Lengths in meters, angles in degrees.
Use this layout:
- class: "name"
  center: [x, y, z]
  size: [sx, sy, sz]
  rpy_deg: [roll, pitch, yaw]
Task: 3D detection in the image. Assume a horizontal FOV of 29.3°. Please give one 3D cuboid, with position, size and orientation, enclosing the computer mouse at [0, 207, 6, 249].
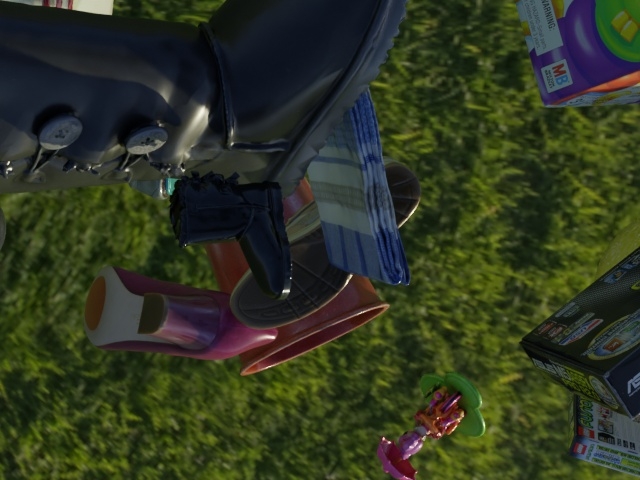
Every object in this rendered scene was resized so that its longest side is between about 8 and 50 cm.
- class: "computer mouse"
  center: [-0.398, 0.066, 1.321]
  size: [0.041, 0.071, 0.242]
  rpy_deg: [24, 104, -30]

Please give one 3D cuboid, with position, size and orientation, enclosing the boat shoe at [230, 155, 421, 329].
- class: "boat shoe"
  center: [0.000, 0.000, 1.642]
  size: [0.302, 0.098, 0.109]
  rpy_deg: [-42, 115, 1]

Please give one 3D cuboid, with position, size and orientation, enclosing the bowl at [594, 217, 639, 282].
- class: "bowl"
  center: [0.497, 0.089, 1.794]
  size: [0.156, 0.289, 0.290]
  rpy_deg: [-1, 102, -38]

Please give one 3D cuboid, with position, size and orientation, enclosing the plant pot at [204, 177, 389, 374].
- class: "plant pot"
  center: [-0.062, 0.048, 2.037]
  size: [0.272, 0.272, 0.265]
  rpy_deg: [-20, 80, -27]

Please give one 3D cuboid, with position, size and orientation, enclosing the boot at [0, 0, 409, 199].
- class: "boot"
  center: [-0.173, -0.179, 1.054]
  size: [0.445, 0.146, 0.367]
  rpy_deg: [2, 132, -31]

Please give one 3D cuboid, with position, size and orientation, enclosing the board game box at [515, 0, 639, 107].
- class: "board game box"
  center: [0.271, -0.192, 0.763]
  size: [0.144, 0.275, 0.142]
  rpy_deg: [-9, 83, -45]

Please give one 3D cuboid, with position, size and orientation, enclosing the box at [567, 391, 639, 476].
- class: "box"
  center: [0.425, 0.266, 1.811]
  size: [0.114, 0.207, 0.036]
  rpy_deg: [16, 114, 5]

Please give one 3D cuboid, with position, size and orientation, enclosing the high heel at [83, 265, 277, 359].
- class: "high heel"
  center: [-0.222, 0.119, 1.800]
  size: [0.181, 0.377, 0.127]
  rpy_deg: [15, 88, -29]

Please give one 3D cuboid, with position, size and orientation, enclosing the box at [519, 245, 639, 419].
- class: "box"
  center: [0.370, 0.067, 1.315]
  size: [0.270, 0.216, 0.060]
  rpy_deg: [-37, 101, -8]

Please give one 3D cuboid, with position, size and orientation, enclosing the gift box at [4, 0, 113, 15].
- class: "gift box"
  center: [-0.433, -0.314, 1.615]
  size: [0.255, 0.276, 0.258]
  rpy_deg: [-27, 138, -47]

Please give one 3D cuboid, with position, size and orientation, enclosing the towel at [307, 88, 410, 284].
- class: "towel"
  center: [0.015, -0.095, 1.325]
  size: [0.034, 0.209, 0.285]
  rpy_deg: [-18, 102, -18]

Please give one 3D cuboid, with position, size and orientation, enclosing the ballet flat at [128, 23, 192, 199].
- class: "ballet flat"
  center: [-0.187, -0.149, 1.396]
  size: [0.072, 0.068, 0.213]
  rpy_deg: [-49, 153, -62]

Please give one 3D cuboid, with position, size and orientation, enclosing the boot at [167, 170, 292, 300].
- class: "boot"
  center: [-0.080, -0.004, 1.089]
  size: [0.099, 0.045, 0.121]
  rpy_deg: [1, 71, -25]

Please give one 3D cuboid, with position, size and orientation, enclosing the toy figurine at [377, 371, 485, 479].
- class: "toy figurine"
  center: [0.159, 0.296, 1.871]
  size: [0.130, 0.173, 0.159]
  rpy_deg: [43, 65, 11]
